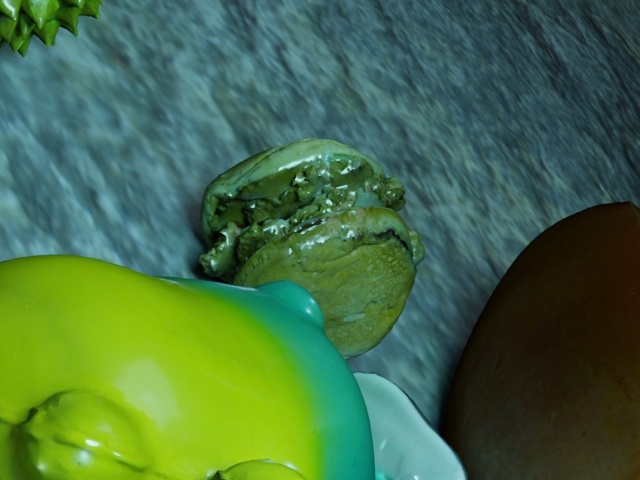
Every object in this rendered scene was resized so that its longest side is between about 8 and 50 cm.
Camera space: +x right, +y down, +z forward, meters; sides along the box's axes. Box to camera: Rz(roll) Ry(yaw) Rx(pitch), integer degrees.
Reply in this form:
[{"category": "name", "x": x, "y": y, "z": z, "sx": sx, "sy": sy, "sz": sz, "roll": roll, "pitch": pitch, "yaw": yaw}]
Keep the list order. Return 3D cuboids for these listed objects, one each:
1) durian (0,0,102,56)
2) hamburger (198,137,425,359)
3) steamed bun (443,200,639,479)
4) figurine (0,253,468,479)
[{"category": "durian", "x": -0.245, "y": -0.249, "z": 1.326, "sx": 0.291, "sy": 0.224, "sz": 0.291, "roll": 33, "pitch": -7, "yaw": 5}, {"category": "hamburger", "x": 0.000, "y": 0.000, "z": 1.425, "sx": 0.185, "sy": 0.159, "sz": 0.131, "roll": 6, "pitch": 43, "yaw": -29}, {"category": "steamed bun", "x": 0.237, "y": 0.158, "z": 1.478, "sx": 0.235, "sy": 0.248, "sz": 0.379, "roll": 39, "pitch": 17, "yaw": -25}, {"category": "figurine", "x": -0.086, "y": 0.115, "z": 1.036, "sx": 0.324, "sy": 0.231, "sz": 0.340, "roll": 19, "pitch": -5, "yaw": 35}]
